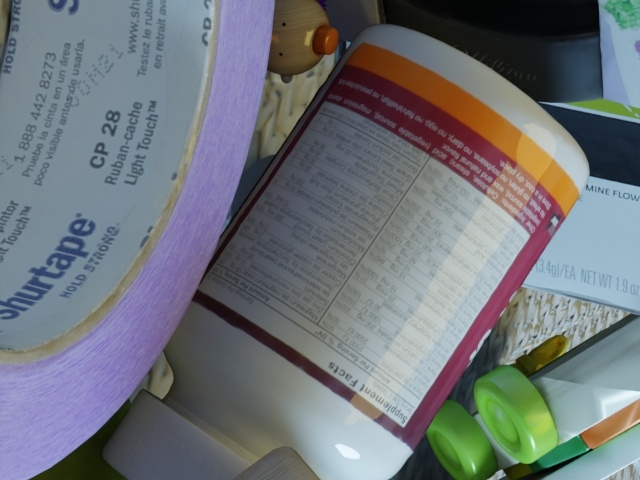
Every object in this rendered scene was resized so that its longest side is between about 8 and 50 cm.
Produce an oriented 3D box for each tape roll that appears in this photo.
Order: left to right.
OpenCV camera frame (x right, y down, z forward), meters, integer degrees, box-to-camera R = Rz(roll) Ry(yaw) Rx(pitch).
[{"bbox_3d":[-0.114,-0.062,0.629,0.275,0.090,0.274,-47,144,-50],"label":"tape roll"}]

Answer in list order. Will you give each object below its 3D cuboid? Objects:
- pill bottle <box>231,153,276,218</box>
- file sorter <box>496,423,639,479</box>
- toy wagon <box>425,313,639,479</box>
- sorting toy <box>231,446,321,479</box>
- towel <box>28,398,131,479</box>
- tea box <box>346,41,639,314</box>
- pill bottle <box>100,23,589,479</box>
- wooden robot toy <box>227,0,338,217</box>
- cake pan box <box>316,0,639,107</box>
[{"bbox_3d":[0.000,0.000,0.958,0.120,0.067,0.067,43,63,-64],"label":"pill bottle"},{"bbox_3d":[0.208,0.201,1.235,0.173,0.278,0.193,58,26,5],"label":"file sorter"},{"bbox_3d":[0.194,0.068,1.223,0.267,0.068,0.344,-30,173,-17],"label":"toy wagon"},{"bbox_3d":[-0.062,0.245,0.778,0.257,0.089,0.255,-36,145,-12],"label":"sorting toy"},{"bbox_3d":[-0.103,0.122,0.855,0.237,0.021,0.102,77,29,-45],"label":"towel"},{"bbox_3d":[0.177,-0.184,1.068,0.329,0.220,0.323,-45,141,-51],"label":"tea box"},{"bbox_3d":[0.009,0.027,0.836,0.221,0.121,0.121,-56,154,-6],"label":"pill bottle"},{"bbox_3d":[-0.034,-0.081,0.818,0.076,0.079,0.173,-17,118,-64],"label":"wooden robot toy"},{"bbox_3d":[0.073,-0.176,0.801,0.070,0.246,0.267,-54,151,-34],"label":"cake pan box"}]
